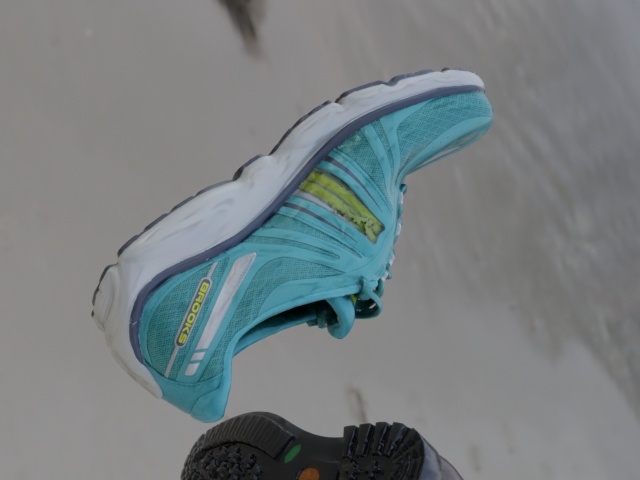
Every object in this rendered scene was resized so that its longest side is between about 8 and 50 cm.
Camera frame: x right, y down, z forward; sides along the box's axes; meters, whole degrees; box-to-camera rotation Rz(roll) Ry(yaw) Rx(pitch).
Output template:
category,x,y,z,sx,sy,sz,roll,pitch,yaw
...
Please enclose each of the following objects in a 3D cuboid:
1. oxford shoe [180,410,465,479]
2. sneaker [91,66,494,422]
category,x,y,z,sx,sy,sz,roll,pitch,yaw
oxford shoe,0.000,0.165,1.071,0.096,0.227,0.082,38,65,-40
sneaker,0.000,0.000,0.953,0.110,0.275,0.107,48,-22,11
